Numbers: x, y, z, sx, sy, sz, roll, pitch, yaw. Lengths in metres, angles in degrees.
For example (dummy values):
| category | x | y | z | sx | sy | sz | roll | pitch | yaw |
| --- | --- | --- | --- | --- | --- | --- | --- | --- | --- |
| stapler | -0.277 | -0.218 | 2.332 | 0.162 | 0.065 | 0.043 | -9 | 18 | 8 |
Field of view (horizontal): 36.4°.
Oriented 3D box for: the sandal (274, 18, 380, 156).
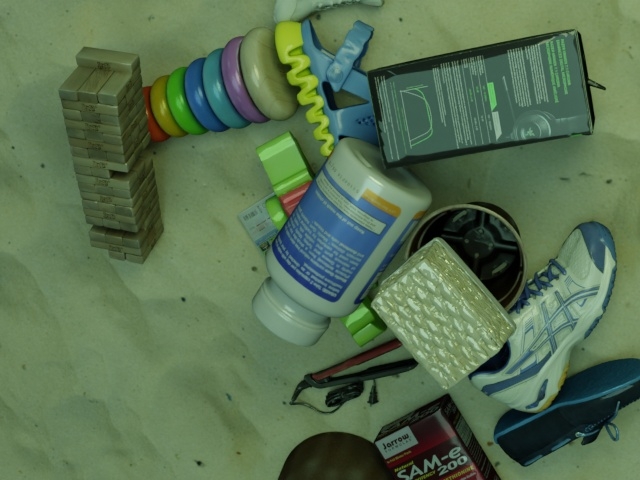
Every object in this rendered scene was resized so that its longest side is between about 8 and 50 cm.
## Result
| category | x | y | z | sx | sy | sz | roll | pitch | yaw |
| --- | --- | --- | --- | --- | --- | --- | --- | --- | --- |
| sandal | 0.052 | -0.188 | 1.407 | 0.138 | 0.126 | 0.317 | -22 | 104 | 11 |

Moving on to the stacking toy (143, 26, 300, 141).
| category | x | y | z | sx | sy | sz | roll | pitch | yaw |
| --- | --- | --- | --- | --- | --- | --- | --- | --- | --- |
| stacking toy | -0.201 | -0.212 | 1.490 | 0.330 | 0.141 | 0.141 | -14 | 97 | 25 |

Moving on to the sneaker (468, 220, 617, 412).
| category | x | y | z | sx | sy | sz | roll | pitch | yaw |
| --- | --- | --- | --- | --- | --- | --- | --- | --- | --- |
| sneaker | 0.310 | 0.102 | 1.377 | 0.131 | 0.112 | 0.296 | 20 | 100 | -12 |

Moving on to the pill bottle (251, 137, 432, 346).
| category | x | y | z | sx | sy | sz | roll | pitch | yaw |
| --- | --- | --- | --- | --- | --- | --- | --- | --- | --- |
| pill bottle | 0.019 | 0.008 | 1.334 | 0.152 | 0.152 | 0.272 | 37 | 110 | 6 |

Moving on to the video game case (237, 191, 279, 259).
| category | x | y | z | sx | sy | sz | roll | pitch | yaw |
| --- | --- | --- | --- | --- | --- | --- | --- | --- | --- |
| video game case | -0.065 | -0.011 | 1.541 | 0.087 | 0.011 | 0.122 | -31 | 91 | 19 |

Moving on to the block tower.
| category | x | y | z | sx | sy | sz | roll | pitch | yaw |
| --- | --- | --- | --- | --- | --- | --- | --- | --- | --- |
| block tower | -0.310 | -0.119 | 1.464 | 0.091 | 0.097 | 0.335 | 10 | 132 | 11 |

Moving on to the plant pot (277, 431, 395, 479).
| category | x | y | z | sx | sy | sz | roll | pitch | yaw |
| --- | --- | --- | --- | --- | --- | --- | --- | --- | --- |
| plant pot | 0.005 | 0.439 | 1.496 | 0.215 | 0.230 | 0.215 | 3 | 102 | 15 |

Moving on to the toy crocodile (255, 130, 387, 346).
| category | x | y | z | sx | sy | sz | roll | pitch | yaw |
| --- | --- | --- | --- | --- | --- | --- | --- | --- | --- |
| toy crocodile | 0.000 | 0.000 | 1.466 | 0.115 | 0.105 | 0.341 | -22 | 94 | 9 |

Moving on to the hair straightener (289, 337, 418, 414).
| category | x | y | z | sx | sy | sz | roll | pitch | yaw |
| --- | --- | --- | --- | --- | --- | --- | --- | --- | --- |
| hair straightener | 0.054 | 0.229 | 1.535 | 0.230 | 0.047 | 0.089 | -25 | 93 | 19 |

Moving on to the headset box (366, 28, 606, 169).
| category | x | y | z | sx | sy | sz | roll | pitch | yaw |
| --- | --- | --- | --- | --- | --- | --- | --- | --- | --- |
| headset box | 0.232 | -0.192 | 1.295 | 0.283 | 0.246 | 0.131 | -9 | 98 | 17 |

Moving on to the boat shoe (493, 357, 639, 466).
| category | x | y | z | sx | sy | sz | roll | pitch | yaw |
| --- | --- | --- | --- | --- | --- | --- | --- | --- | --- |
| boat shoe | 0.381 | 0.254 | 1.432 | 0.258 | 0.109 | 0.089 | -32 | 98 | 36 |

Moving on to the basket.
| category | x | y | z | sx | sy | sz | roll | pitch | yaw |
| --- | --- | --- | --- | --- | --- | --- | --- | --- | --- |
| basket | 0.160 | 0.098 | 1.274 | 0.113 | 0.103 | 0.167 | -42 | 89 | 20 |

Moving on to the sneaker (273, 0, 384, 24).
| category | x | y | z | sx | sy | sz | roll | pitch | yaw |
| --- | --- | --- | --- | --- | --- | --- | --- | --- | --- |
| sneaker | 0.035 | -0.369 | 1.401 | 0.232 | 0.090 | 0.115 | -37 | 93 | 20 |

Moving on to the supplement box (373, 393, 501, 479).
| category | x | y | z | sx | sy | sz | roll | pitch | yaw |
| --- | --- | --- | --- | --- | --- | --- | --- | --- | --- |
| supplement box | 0.202 | 0.375 | 1.510 | 0.130 | 0.073 | 0.239 | -32 | 90 | 20 |

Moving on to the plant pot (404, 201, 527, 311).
| category | x | y | z | sx | sy | sz | roll | pitch | yaw |
| --- | --- | --- | --- | --- | --- | --- | --- | --- | --- |
| plant pot | 0.215 | 0.017 | 1.384 | 0.167 | 0.165 | 0.167 | 3 | 102 | 15 |
